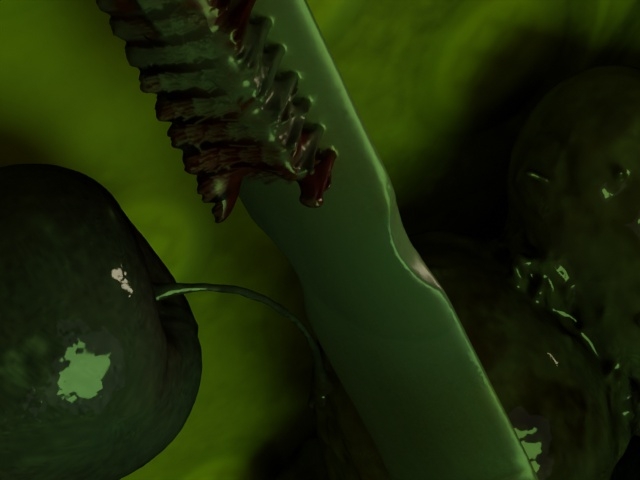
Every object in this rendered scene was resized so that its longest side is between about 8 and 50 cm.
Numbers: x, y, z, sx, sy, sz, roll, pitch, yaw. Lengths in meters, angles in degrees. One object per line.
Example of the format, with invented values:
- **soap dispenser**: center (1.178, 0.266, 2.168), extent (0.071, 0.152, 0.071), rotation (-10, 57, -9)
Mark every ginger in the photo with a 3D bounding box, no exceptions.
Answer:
- **ginger**: center (0.098, 0.050, 0.808), extent (0.304, 0.155, 0.244), rotation (-32, 150, -1)

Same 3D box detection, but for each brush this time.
- **brush**: center (0.000, 0.000, 0.622), extent (0.321, 0.060, 0.050), rotation (62, 33, -31)

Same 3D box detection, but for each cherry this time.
- **cherry**: center (-0.098, 0.055, 0.648), extent (0.148, 0.115, 0.188), rotation (-57, 153, -16)

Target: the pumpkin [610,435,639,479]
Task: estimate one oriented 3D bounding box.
- **pumpkin**: center (0.206, 0.233, 0.935), extent (0.315, 0.315, 0.238), rotation (-49, 143, 8)
